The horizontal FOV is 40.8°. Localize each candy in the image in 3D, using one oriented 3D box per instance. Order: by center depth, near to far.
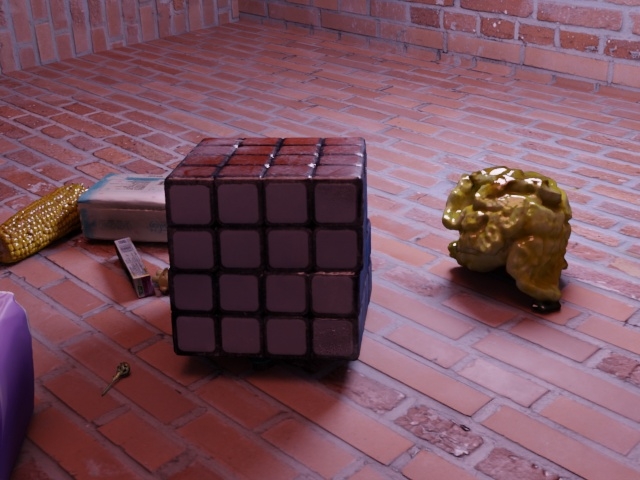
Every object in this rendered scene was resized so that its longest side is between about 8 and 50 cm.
[{"bbox_3d":[-0.364,0.245,1.515,0.025,0.023,0.083,16,40,17],"label":"candy"}]

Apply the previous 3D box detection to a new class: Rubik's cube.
[{"bbox_3d":[-0.081,0.002,1.587,0.344,0.337,0.344,1,17,6],"label":"Rubik's cube"}]

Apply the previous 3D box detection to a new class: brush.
[{"bbox_3d":[-0.065,0.196,1.582,0.043,0.032,0.193,8,18,31],"label":"brush"}]

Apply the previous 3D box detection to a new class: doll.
[{"bbox_3d":[-0.327,0.083,1.830,0.062,0.051,0.093,-12,-1,-18],"label":"doll"}]

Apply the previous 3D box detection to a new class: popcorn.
[{"bbox_3d":[0.384,-0.029,1.772,0.293,0.237,0.293,1,23,0],"label":"popcorn"}]

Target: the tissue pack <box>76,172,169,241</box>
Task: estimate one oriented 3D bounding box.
[{"bbox_3d":[-0.415,-0.080,2.057,0.271,0.124,0.201,2,27,10],"label":"tissue pack"}]

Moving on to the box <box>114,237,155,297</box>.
[{"bbox_3d":[-0.405,0.056,1.862,0.041,0.049,0.207,-16,29,-19],"label":"box"}]

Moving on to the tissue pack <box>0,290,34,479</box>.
[{"bbox_3d":[-0.530,0.251,1.260,0.160,0.242,0.338,0,27,-4],"label":"tissue pack"}]

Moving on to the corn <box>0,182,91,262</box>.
[{"bbox_3d":[-0.648,-0.047,2.028,0.115,0.115,0.318,11,29,25],"label":"corn"}]
